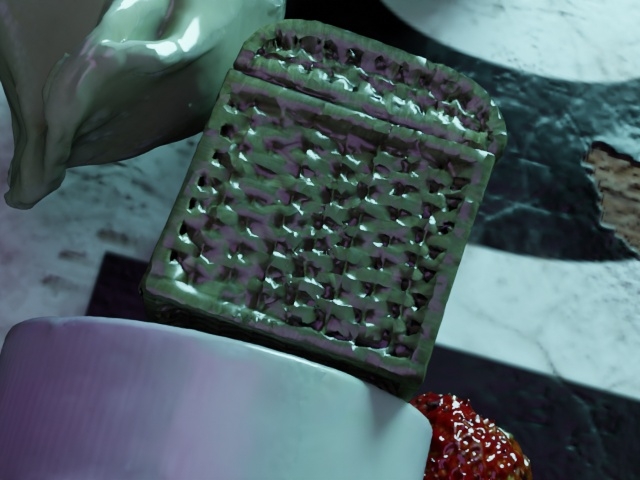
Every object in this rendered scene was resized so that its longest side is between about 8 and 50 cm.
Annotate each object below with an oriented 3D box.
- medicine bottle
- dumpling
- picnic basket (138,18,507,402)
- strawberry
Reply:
[{"bbox_3d":[-0.079,0.217,0.617,0.212,0.212,0.325,12,73,-3],"label":"medicine bottle"},{"bbox_3d":[-0.105,-0.106,0.714,0.147,0.193,0.258,35,30,-16],"label":"dumpling"},{"bbox_3d":[0.000,0.000,0.700,0.134,0.196,0.154,18,73,1],"label":"picnic basket"},{"bbox_3d":[0.067,0.129,0.726,0.083,0.083,0.096,8,41,-5],"label":"strawberry"}]
